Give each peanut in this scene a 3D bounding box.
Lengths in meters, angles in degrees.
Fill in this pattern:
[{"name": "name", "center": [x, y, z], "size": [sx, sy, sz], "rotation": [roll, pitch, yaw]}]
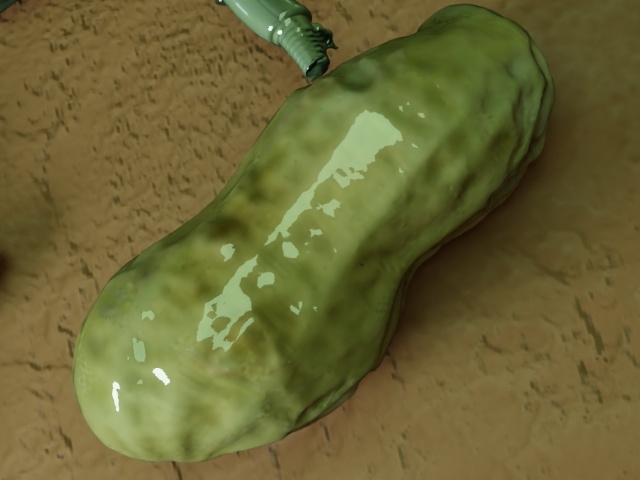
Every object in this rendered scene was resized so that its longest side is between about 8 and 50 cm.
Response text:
[{"name": "peanut", "center": [0.000, 0.000, 0.764], "size": [0.130, 0.130, 0.290], "rotation": [42, 89, 18]}]

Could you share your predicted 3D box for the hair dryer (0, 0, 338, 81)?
[{"name": "hair dryer", "center": [-0.105, -0.159, 0.845], "size": [0.219, 0.088, 0.225], "rotation": [-18, 69, 22]}]
